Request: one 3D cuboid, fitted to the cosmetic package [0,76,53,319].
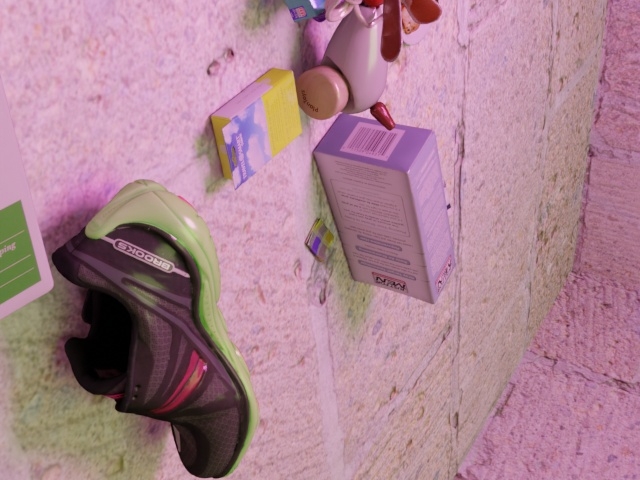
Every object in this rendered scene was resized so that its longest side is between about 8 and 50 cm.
[{"bbox_3d":[-0.362,-0.090,0.601,0.197,0.155,0.365,-39,138,-43],"label":"cosmetic package"}]

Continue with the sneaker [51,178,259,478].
[{"bbox_3d":[-0.217,0.146,1.012,0.202,0.185,0.482,-33,131,-26],"label":"sneaker"}]

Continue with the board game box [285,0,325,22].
[{"bbox_3d":[0.001,-0.433,1.128,0.210,0.047,0.160,-49,124,-37],"label":"board game box"}]

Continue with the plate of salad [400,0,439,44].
[{"bbox_3d":[0.199,-0.476,1.506,0.200,0.048,0.199,-35,133,-48],"label":"plate of salad"}]

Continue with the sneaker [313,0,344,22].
[{"bbox_3d":[0.036,-0.403,1.259,0.170,0.068,0.071,-39,153,-34],"label":"sneaker"}]

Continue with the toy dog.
[{"bbox_3d":[0.097,-0.293,1.187,0.220,0.161,0.333,-50,174,-29],"label":"toy dog"}]

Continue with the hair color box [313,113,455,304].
[{"bbox_3d":[0.131,-0.051,1.467,0.113,0.185,0.374,-57,148,-30],"label":"hair color box"}]

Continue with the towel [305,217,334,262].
[{"bbox_3d":[0.000,0.000,1.447,0.060,0.009,0.083,-63,150,-17],"label":"towel"}]

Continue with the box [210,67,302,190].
[{"bbox_3d":[-0.096,-0.166,1.152,0.178,0.042,0.109,-47,142,-39],"label":"box"}]

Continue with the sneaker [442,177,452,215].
[{"bbox_3d":[0.217,-0.082,1.732,0.235,0.090,0.094,-30,117,-57],"label":"sneaker"}]
